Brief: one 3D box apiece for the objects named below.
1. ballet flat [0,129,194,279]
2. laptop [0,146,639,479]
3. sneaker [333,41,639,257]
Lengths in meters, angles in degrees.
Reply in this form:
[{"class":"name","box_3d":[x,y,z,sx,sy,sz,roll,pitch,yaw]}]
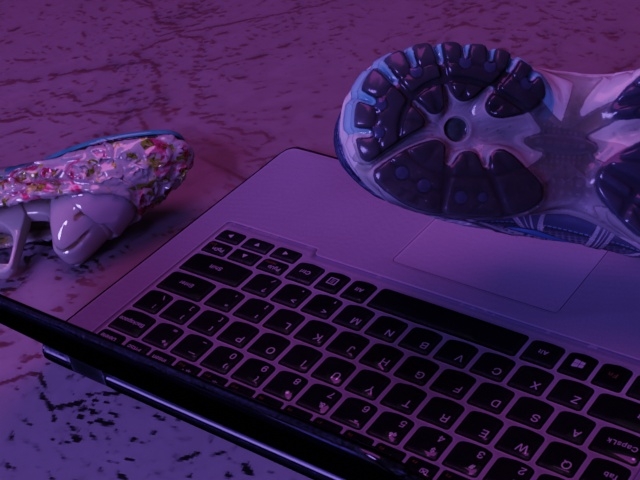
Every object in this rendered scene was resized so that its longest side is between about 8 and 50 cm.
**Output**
[{"class":"ballet flat","box_3d":[-0.201,-0.013,0.823,0.241,0.091,0.077,-12,65,2]},{"class":"laptop","box_3d":[0.000,0.000,0.605,0.382,0.236,0.408,18,43,32]},{"class":"sneaker","box_3d":[0.141,-0.047,0.653,0.283,0.110,0.122,13,-2,-13]}]
